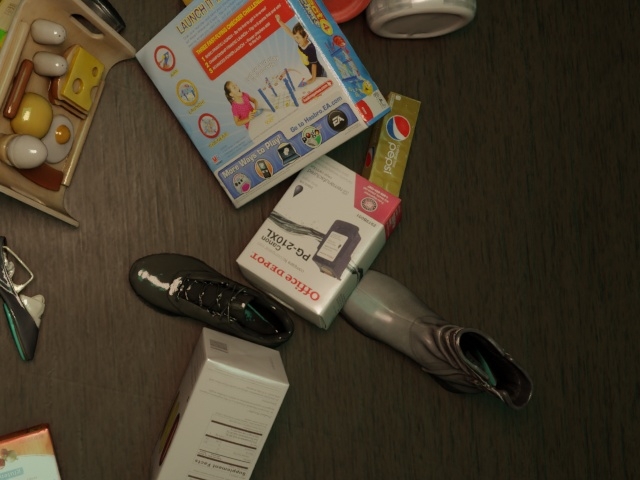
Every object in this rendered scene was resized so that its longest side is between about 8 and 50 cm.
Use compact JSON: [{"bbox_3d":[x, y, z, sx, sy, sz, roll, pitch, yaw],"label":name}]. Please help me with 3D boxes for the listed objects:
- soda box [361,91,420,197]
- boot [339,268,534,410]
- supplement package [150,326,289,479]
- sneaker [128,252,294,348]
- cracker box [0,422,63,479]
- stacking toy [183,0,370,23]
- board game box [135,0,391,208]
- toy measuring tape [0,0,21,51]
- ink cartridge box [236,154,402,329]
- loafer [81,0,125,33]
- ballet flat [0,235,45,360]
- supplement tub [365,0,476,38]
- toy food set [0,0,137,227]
[{"bbox_3d":[0.121,-0.165,1.508,0.061,0.058,0.181,16,82,-15],"label":"soda box"},{"bbox_3d":[0.191,0.152,1.420,0.338,0.223,0.118,33,78,-12],"label":"boot"},{"bbox_3d":[-0.161,0.283,1.316,0.134,0.139,0.244,20,100,-14],"label":"supplement package"},{"bbox_3d":[-0.166,0.092,1.368,0.287,0.130,0.109,21,80,-13],"label":"sneaker"},{"bbox_3d":[-0.463,0.413,1.288,0.156,0.067,0.232,-14,91,-17],"label":"cracker box"},{"bbox_3d":[-0.060,-0.476,1.367,0.309,0.279,0.130,3,72,-13],"label":"stacking toy"},{"bbox_3d":[-0.096,-0.248,1.326,0.301,0.308,0.086,57,39,-6],"label":"board game box"},{"bbox_3d":[-0.430,-0.345,1.319,0.121,0.121,0.330,31,84,-13],"label":"toy measuring tape"},{"bbox_3d":[0.000,0.000,1.409,0.172,0.100,0.237,32,77,15],"label":"ink cartridge box"},{"bbox_3d":[-0.393,-0.387,1.376,0.170,0.062,0.061,40,99,-6],"label":"loafer"},{"bbox_3d":[-0.468,0.083,1.310,0.074,0.074,0.203,-26,92,-17],"label":"ballet flat"},{"bbox_3d":[0.164,-0.526,1.476,0.194,0.193,0.315,-4,88,-17],"label":"supplement tub"},{"bbox_3d":[-0.384,-0.194,1.270,0.093,0.220,0.305,14,80,23],"label":"toy food set"}]
